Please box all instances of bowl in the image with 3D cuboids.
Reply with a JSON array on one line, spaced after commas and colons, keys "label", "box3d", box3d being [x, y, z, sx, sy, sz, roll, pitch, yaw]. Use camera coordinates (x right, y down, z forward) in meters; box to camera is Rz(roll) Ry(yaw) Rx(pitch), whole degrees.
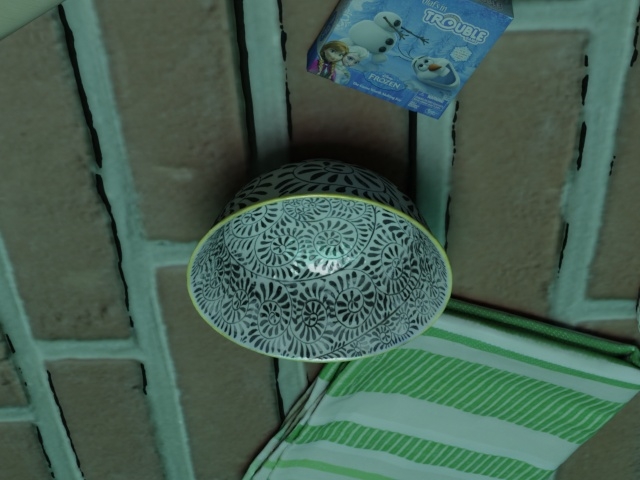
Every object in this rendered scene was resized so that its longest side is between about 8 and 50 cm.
[{"label": "bowl", "box3d": [0.000, 0.000, 0.868, 0.170, 0.080, 0.170, 1, 139, 1]}]

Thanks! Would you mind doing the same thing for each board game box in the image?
[{"label": "board game box", "box3d": [0.051, -0.119, 0.774, 0.090, 0.020, 0.090, 17, 135, -18]}]

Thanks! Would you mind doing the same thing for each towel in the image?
[{"label": "towel", "box3d": [0.093, 0.161, 1.087, 0.248, 0.038, 0.325, 14, 138, -16]}]

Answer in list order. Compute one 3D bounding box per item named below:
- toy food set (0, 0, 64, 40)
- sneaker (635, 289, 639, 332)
[{"label": "toy food set", "box3d": [-0.197, -0.212, 0.605, 0.220, 0.092, 0.306, -22, 144, 34]}, {"label": "sneaker", "box3d": [0.275, 0.055, 0.893, 0.110, 0.122, 0.283, -6, 139, 8]}]
